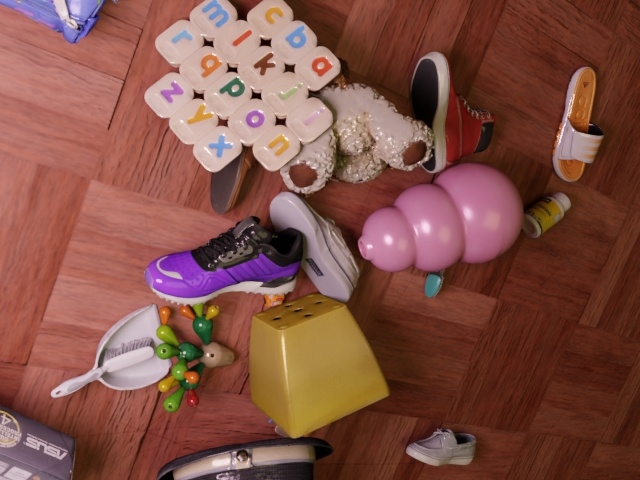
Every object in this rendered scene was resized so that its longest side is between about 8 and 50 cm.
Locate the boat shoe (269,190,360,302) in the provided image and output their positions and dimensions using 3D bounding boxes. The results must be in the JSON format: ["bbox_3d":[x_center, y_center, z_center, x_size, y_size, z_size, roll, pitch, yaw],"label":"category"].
[{"bbox_3d":[0.000,0.000,1.313,0.267,0.096,0.088,55,50,-27],"label":"boat shoe"}]

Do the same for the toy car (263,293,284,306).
[{"bbox_3d":[-0.117,0.098,1.306,0.122,0.040,0.060,11,102,-33],"label":"toy car"}]

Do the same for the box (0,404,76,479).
[{"bbox_3d":[-0.616,0.323,0.998,0.318,0.097,0.395,-38,126,16],"label":"box"}]

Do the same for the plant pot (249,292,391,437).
[{"bbox_3d":[-0.022,0.218,1.319,0.212,0.212,0.187,-19,105,-24],"label":"plant pot"}]

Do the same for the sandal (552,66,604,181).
[{"bbox_3d":[0.599,-0.257,1.573,0.102,0.076,0.265,-10,113,-27],"label":"sandal"}]

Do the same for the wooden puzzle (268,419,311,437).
[{"bbox_3d":[-0.056,0.386,1.469,0.078,0.014,0.116,-50,125,-11],"label":"wooden puzzle"}]

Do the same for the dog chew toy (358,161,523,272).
[{"bbox_3d":[0.232,-0.033,1.377,0.332,0.206,0.207,-17,116,-15],"label":"dog chew toy"}]

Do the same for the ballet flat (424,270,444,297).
[{"bbox_3d":[0.260,0.071,1.522,0.041,0.041,0.114,-2,110,-30],"label":"ballet flat"}]

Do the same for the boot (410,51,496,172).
[{"bbox_3d":[0.275,-0.272,1.375,0.176,0.088,0.244,-24,127,-21],"label":"boot"}]

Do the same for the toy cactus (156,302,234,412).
[{"bbox_3d":[-0.217,0.199,1.245,0.180,0.112,0.219,22,66,-55],"label":"toy cactus"}]

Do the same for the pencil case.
[{"bbox_3d":[-0.424,-0.366,0.899,0.306,0.133,0.119,22,125,-34],"label":"pencil case"}]

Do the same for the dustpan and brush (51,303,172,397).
[{"bbox_3d":[-0.362,0.213,1.193,0.211,0.060,0.147,-20,117,-23],"label":"dustpan and brush"}]

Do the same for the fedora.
[{"bbox_3d":[-0.131,0.471,1.279,0.334,0.334,0.152,6,61,-32],"label":"fedora"}]

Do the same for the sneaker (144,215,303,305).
[{"bbox_3d":[-0.155,0.020,1.193,0.293,0.102,0.146,-4,133,-35],"label":"sneaker"}]

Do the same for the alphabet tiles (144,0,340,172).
[{"bbox_3d":[-0.120,-0.249,1.091,0.278,0.021,0.284,-42,87,-11],"label":"alphabet tiles"}]

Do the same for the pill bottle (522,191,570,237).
[{"bbox_3d":[0.524,-0.062,1.610,0.116,0.065,0.065,-34,122,-16],"label":"pill bottle"}]

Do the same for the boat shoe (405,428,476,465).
[{"bbox_3d":[0.298,0.496,1.686,0.227,0.079,0.081,15,93,-40],"label":"boat shoe"}]

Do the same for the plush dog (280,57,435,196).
[{"bbox_3d":[0.052,-0.175,1.222,0.262,0.211,0.225,-13,158,-1],"label":"plush dog"}]

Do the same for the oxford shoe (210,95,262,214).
[{"bbox_3d":[-0.131,-0.141,1.193,0.076,0.076,0.212,10,104,-46],"label":"oxford shoe"}]
